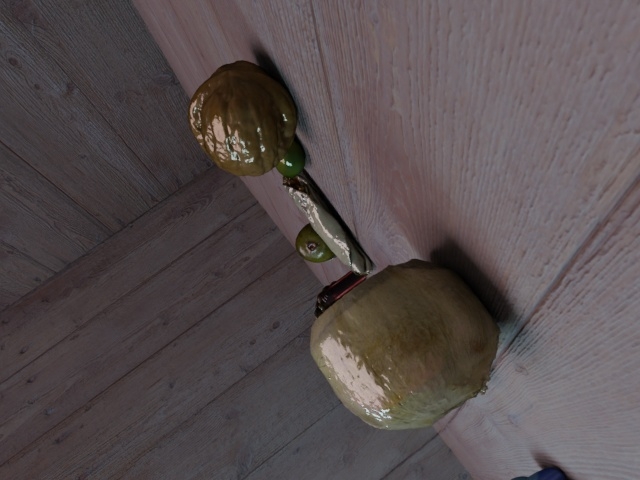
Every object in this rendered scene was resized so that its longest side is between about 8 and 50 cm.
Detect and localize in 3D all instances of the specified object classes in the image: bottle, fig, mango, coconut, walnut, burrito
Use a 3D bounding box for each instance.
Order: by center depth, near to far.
[{"bbox_3d":[0.150,0.182,0.914,0.255,0.297,0.297,55,174,12],"label":"coconut"},{"bbox_3d":[-0.172,-0.272,1.196,0.257,0.257,0.225,62,-158,-49],"label":"walnut"},{"bbox_3d":[-0.095,-0.226,1.438,0.122,0.085,0.191,52,173,-7],"label":"mango"},{"bbox_3d":[0.021,-0.050,1.577,0.392,0.076,0.117,52,167,-1],"label":"burrito"},{"bbox_3d":[0.005,-0.007,1.775,0.148,0.186,0.142,35,129,-2],"label":"fig"},{"bbox_3d":[0.075,0.156,1.822,0.060,0.164,0.060,53,173,9],"label":"bottle"}]

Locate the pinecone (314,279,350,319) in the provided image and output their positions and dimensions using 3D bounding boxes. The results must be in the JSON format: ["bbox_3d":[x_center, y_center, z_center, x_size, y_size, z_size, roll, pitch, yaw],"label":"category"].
[{"bbox_3d":[0.107,0.260,1.933,0.243,0.243,0.257,50,-174,30],"label":"pinecone"}]

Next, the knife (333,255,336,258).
[{"bbox_3d":[0.009,0.060,2.227,0.035,0.063,0.260,51,174,-15],"label":"knife"}]

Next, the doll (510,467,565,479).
[{"bbox_3d":[0.529,0.640,1.195,0.366,0.187,0.376,48,154,-25],"label":"doll"}]
